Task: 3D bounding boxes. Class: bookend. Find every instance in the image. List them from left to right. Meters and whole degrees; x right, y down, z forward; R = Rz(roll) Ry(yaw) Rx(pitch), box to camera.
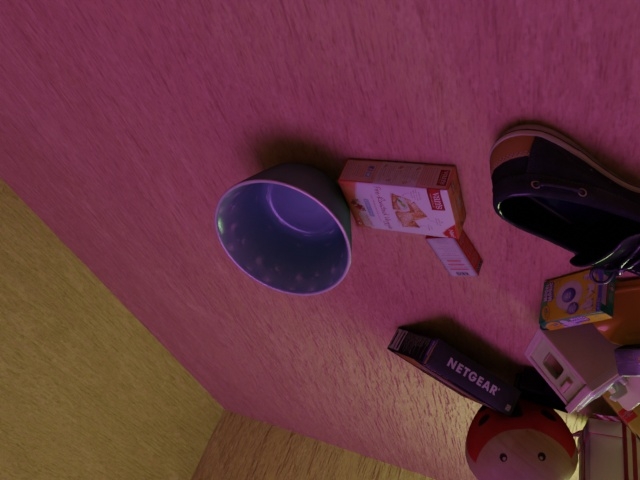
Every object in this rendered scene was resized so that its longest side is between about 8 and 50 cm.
[{"bbox_3d":[0.616,0.388,1.690,0.157,0.072,0.156,14,148,20],"label":"bookend"}]

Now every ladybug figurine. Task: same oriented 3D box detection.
[{"bbox_3d":[0.559,0.551,1.756,0.304,0.449,0.162,-9,97,11],"label":"ladybug figurine"}]

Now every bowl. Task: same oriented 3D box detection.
[{"bbox_3d":[-0.059,-0.047,1.356,0.311,0.163,0.312,13,133,14],"label":"bowl"}]

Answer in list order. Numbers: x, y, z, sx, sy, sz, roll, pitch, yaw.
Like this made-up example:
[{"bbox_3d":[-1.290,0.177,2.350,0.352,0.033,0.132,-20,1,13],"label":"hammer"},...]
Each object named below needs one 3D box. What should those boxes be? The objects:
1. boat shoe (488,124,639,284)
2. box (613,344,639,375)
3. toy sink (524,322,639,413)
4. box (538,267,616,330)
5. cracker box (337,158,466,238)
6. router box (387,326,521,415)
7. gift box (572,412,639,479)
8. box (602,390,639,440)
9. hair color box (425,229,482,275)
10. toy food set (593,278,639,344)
[{"bbox_3d":[0.496,-0.012,1.044,0.500,0.156,0.187,28,149,-8],"label":"boat shoe"},{"bbox_3d":[0.720,0.216,1.214,0.231,0.056,0.183,-5,174,-40],"label":"box"},{"bbox_3d":[0.586,0.288,1.375,0.234,0.131,0.153,54,165,28],"label":"toy sink"},{"bbox_3d":[0.524,0.124,1.293,0.043,0.105,0.179,27,151,-18],"label":"box"},{"bbox_3d":[0.168,-0.085,1.261,0.232,0.067,0.156,7,147,28],"label":"cracker box"},{"bbox_3d":[0.373,0.368,1.759,0.308,0.081,0.243,33,170,-15],"label":"router box"},{"bbox_3d":[0.828,0.624,1.721,0.276,0.258,0.255,8,148,13],"label":"gift box"},{"bbox_3d":[0.764,0.427,1.508,0.058,0.232,0.087,-37,126,9],"label":"box"},{"bbox_3d":[0.295,0.022,1.364,0.071,0.043,0.141,-2,140,39],"label":"hair color box"},{"bbox_3d":[0.657,0.143,1.223,0.071,0.128,0.217,17,158,-40],"label":"toy food set"}]
